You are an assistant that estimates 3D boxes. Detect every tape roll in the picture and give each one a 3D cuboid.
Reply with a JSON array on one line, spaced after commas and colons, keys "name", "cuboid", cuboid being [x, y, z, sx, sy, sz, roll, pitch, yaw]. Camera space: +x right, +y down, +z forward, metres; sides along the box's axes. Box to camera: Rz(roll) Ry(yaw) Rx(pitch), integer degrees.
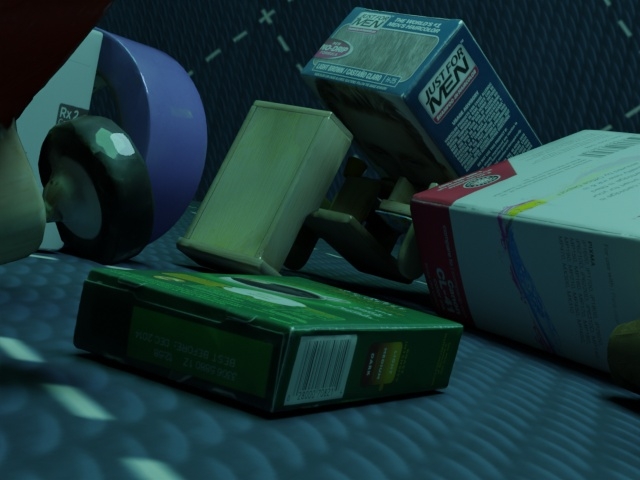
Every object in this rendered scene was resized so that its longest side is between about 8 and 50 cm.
[{"name": "tape roll", "cuboid": [-0.196, -0.085, 0.932, 0.189, 0.189, 0.080, 13, 3, 29]}]

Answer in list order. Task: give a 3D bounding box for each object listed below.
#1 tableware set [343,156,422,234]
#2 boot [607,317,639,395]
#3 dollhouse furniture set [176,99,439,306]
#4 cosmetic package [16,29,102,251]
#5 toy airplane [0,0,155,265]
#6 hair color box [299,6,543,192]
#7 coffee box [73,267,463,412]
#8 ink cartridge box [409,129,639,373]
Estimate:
[{"name": "tableware set", "cuboid": [0.075, -0.042, 1.165, 0.104, 0.024, 0.154, 14, -19, 40]}, {"name": "boot", "cuboid": [0.330, 0.083, 0.709, 0.305, 0.112, 0.115, 10, -11, -19]}, {"name": "dollhouse furniture set", "cuboid": [0.000, 0.000, 1.064, 0.212, 0.161, 0.242, 14, -19, 39]}, {"name": "cosmetic package", "cuboid": [-0.288, -0.097, 0.843, 0.151, 0.183, 0.151, 13, 3, 28]}, {"name": "toy airplane", "cuboid": [-0.250, -0.119, 0.468, 0.385, 0.272, 0.386, -7, 16, 3]}, {"name": "hair color box", "cuboid": [0.146, -0.083, 1.156, 0.174, 0.105, 0.347, 22, -21, 51]}, {"name": "coffee box", "cuboid": [-0.016, 0.046, 0.531, 0.113, 0.040, 0.184, 14, 4, 28]}, {"name": "ink cartridge box", "cuboid": [0.255, 0.001, 0.916, 0.226, 0.131, 0.306, -20, 18, -23]}]
